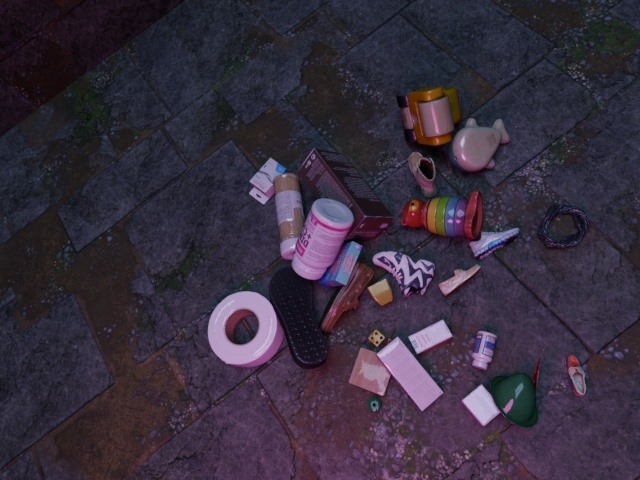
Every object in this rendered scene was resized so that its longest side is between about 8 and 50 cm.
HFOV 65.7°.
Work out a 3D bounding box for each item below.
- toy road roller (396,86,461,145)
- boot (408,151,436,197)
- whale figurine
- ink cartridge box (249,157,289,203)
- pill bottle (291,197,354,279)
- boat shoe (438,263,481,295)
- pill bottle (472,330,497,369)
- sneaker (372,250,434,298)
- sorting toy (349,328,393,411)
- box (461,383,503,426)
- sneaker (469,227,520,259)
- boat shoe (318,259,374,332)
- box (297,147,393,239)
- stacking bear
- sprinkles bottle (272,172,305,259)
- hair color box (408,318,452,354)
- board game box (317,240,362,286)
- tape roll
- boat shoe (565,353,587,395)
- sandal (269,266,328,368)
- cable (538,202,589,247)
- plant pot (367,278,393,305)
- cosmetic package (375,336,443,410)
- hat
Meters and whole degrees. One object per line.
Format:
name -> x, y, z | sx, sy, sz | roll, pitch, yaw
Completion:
toy road roller -> 0.466, -0.514, 1.959 | 0.241, 0.202, 0.329 | -20, 20, -8
boot -> 0.403, -0.291, 1.954 | 0.077, 0.165, 0.213 | -19, 66, 6
whale figurine -> 0.621, -0.379, 1.961 | 0.272, 0.141, 0.216 | -33, 99, -20
ink cartridge box -> -0.234, -0.261, 2.174 | 0.104, 0.060, 0.180 | 36, 81, 24
pill bottle -> 0.000, 0.000, 1.828 | 0.160, 0.160, 0.283 | 43, 128, 25
boat shoe -> 0.507, 0.132, 1.811 | 0.170, 0.063, 0.059 | -36, 70, 0
pill bottle -> 0.558, 0.377, 1.695 | 0.067, 0.067, 0.120 | 14, 73, 20
sneaker -> 0.296, 0.137, 1.849 | 0.235, 0.094, 0.153 | 16, 64, 10
sorting toy -> 0.191, 0.461, 1.772 | 0.132, 0.046, 0.274 | 16, 74, 21
box -> 0.526, 0.541, 1.618 | 0.087, 0.102, 0.101 | -38, 65, -5
sneaker -> 0.641, -0.010, 1.832 | 0.191, 0.071, 0.083 | -27, 58, 3
boat shoe -> 0.100, 0.222, 1.857 | 0.104, 0.111, 0.307 | 28, 93, -8
box -> 0.096, -0.183, 1.965 | 0.143, 0.191, 0.381 | -52, 58, 29
stacking bear -> 0.449, -0.096, 1.871 | 0.289, 0.164, 0.175 | 7, 70, 29
sprinkles bottle -> -0.123, -0.102, 2.045 | 0.121, 0.121, 0.355 | -13, 66, 10
hair color box -> 0.392, 0.347, 1.766 | 0.141, 0.043, 0.072 | -26, 64, 2
board game box -> 0.071, 0.093, 1.873 | 0.047, 0.210, 0.160 | 28, 74, -14
tape roll -> -0.288, 0.346, 1.921 | 0.286, 0.100, 0.286 | -5, 67, 12
boat shoe -> 0.833, 0.436, 1.611 | 0.049, 0.043, 0.137 | -8, 65, 14
sandal -> -0.098, 0.289, 1.857 | 0.168, 0.107, 0.445 | -2, 48, -19
cable -> 0.881, -0.044, 1.798 | 0.151, 0.047, 0.184 | 29, 76, 18
plant pot -> 0.231, 0.200, 1.853 | 0.081, 0.081, 0.083 | -28, 76, 3
cosmetic package -> 0.302, 0.456, 1.703 | 0.099, 0.060, 0.239 | -37, 79, -7
hat -> 0.652, 0.446, 1.547 | 0.173, 0.183, 0.208 | 9, 42, -23
